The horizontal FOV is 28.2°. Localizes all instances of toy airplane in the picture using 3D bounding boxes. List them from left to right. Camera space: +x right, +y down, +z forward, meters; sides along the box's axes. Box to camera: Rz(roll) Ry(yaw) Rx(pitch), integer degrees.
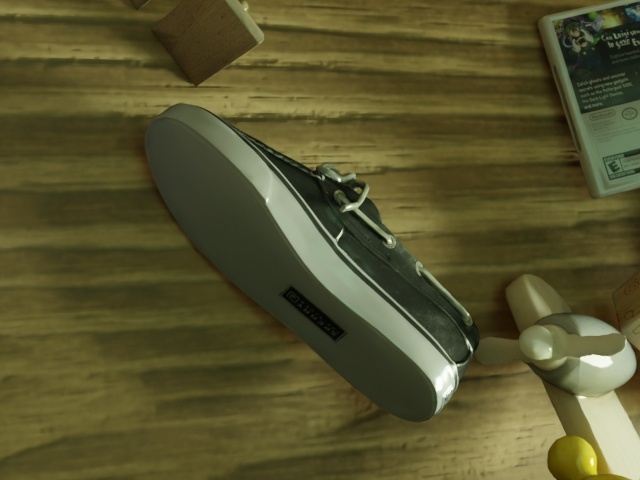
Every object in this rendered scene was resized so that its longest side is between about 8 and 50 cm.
[{"bbox_3d":[0.254,0.235,0.968,0.386,0.272,0.384,35,44,1],"label":"toy airplane"}]

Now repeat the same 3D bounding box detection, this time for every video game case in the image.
[{"bbox_3d":[0.311,-0.141,1.163,0.190,0.022,0.173,-14,83,-11],"label":"video game case"}]

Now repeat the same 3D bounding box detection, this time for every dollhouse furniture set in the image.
[{"bbox_3d":[-0.065,-0.231,0.968,0.151,0.123,0.144,-43,102,-25],"label":"dollhouse furniture set"}]

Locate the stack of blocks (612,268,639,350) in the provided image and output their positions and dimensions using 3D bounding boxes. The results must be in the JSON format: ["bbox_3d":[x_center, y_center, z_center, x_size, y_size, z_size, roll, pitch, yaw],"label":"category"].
[{"bbox_3d":[0.417,0.022,1.072,0.171,0.087,0.297,42,110,-9],"label":"stack of blocks"}]

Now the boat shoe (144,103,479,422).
[{"bbox_3d":[0.002,-0.001,0.971,0.306,0.113,0.105,42,53,-2],"label":"boat shoe"}]
